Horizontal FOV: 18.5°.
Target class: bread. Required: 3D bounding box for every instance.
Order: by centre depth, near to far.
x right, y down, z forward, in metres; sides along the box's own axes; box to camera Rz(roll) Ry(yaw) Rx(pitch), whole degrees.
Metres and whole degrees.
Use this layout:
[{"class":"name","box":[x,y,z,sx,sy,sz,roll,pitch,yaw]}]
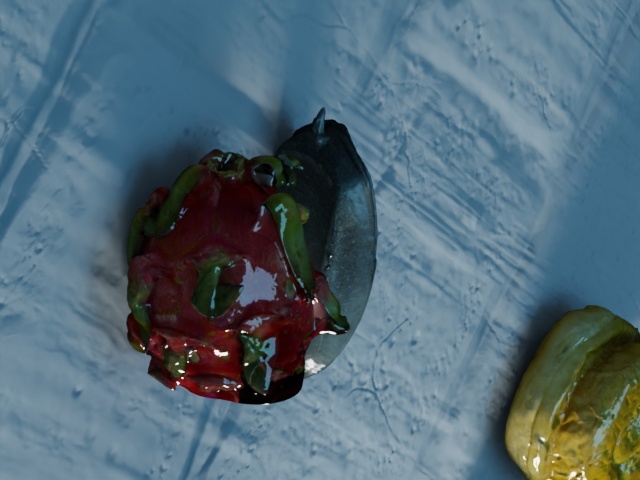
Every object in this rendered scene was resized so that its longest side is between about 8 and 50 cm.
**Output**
[{"class":"bread","box":[0.283,0.181,2.008,0.198,0.120,0.236,-59,142,-11]}]

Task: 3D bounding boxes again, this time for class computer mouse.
[{"class":"computer mouse","box":[0.004,0.001,1.580,0.068,0.113,0.229,-5,115,-35]}]

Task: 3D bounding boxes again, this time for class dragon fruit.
[{"class":"dragon fruit","box":[-0.063,0.024,1.466,0.167,0.160,0.172,-3,110,-7]}]
